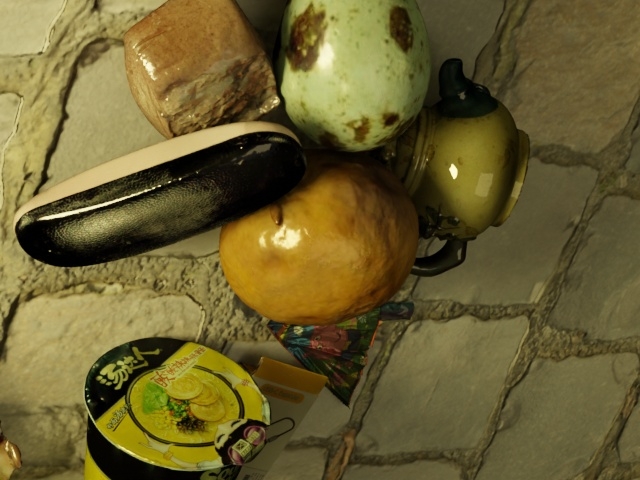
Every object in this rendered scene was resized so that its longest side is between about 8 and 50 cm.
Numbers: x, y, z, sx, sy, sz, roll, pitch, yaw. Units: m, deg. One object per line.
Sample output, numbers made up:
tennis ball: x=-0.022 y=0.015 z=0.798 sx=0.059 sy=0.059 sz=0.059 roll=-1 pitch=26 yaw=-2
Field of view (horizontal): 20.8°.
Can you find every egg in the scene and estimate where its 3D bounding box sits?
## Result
egg: x=0.034 y=-0.204 z=1.845 sx=0.169 sy=0.169 sz=0.231 roll=-15 pitch=119 yaw=-29

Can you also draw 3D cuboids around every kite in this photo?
kite: x=0.025 y=0.085 z=2.162 sx=0.234 sy=0.016 sz=0.321 roll=-4 pitch=122 yaw=-33

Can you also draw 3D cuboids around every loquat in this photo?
loquat: x=0.000 y=0.000 z=1.933 sx=0.238 sy=0.193 sz=0.238 roll=2 pitch=151 yaw=1

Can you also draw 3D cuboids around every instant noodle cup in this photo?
instant noodle cup: x=-0.183 y=0.262 z=2.011 sx=0.216 sy=0.215 sz=0.236 roll=-11 pitch=134 yaw=-31

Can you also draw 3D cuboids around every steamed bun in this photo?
steamed bun: x=-0.122 y=-0.170 z=1.794 sx=0.145 sy=0.106 sz=0.175 roll=-36 pitch=139 yaw=-7

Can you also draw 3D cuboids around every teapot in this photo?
teapot: x=0.133 y=-0.083 z=2.029 sx=0.183 sy=0.173 sz=0.269 roll=15 pitch=113 yaw=-12

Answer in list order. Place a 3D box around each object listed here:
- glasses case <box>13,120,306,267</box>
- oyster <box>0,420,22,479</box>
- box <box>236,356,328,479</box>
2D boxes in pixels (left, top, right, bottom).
glasses case: x=-0.166 y=-0.046 z=1.803 sx=0.314 sy=0.075 sz=0.122 roll=-19 pitch=150 yaw=10
oyster: x=-0.438 y=0.340 z=1.940 sx=0.221 sy=0.096 sz=0.361 roll=-19 pitch=130 yaw=-32
box: x=-0.101 y=0.250 z=2.171 sx=0.129 sy=0.033 sz=0.247 roll=23 pitch=105 yaw=-44
